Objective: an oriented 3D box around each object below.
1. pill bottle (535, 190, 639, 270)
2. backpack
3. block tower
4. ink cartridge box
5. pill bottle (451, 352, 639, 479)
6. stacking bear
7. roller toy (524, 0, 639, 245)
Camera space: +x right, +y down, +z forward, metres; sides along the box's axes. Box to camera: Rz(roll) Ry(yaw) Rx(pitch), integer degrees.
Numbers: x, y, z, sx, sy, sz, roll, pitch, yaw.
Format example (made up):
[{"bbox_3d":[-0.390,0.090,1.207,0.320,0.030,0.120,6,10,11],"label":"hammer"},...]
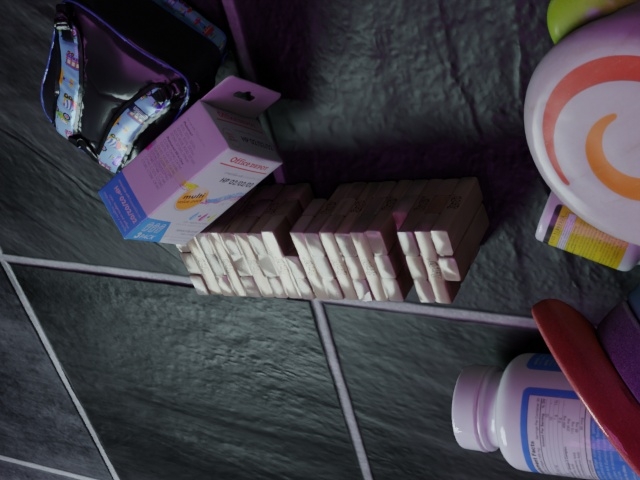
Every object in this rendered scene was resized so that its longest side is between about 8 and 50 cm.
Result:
[{"bbox_3d":[0.256,-0.011,0.857,0.116,0.065,0.065,22,135,14],"label":"pill bottle"},{"bbox_3d":[-0.191,-0.156,0.959,0.158,0.117,0.173,34,136,0],"label":"backpack"},{"bbox_3d":[0.000,0.000,1.001,0.336,0.097,0.091,1,127,32],"label":"block tower"},{"bbox_3d":[-0.112,-0.073,0.942,0.181,0.104,0.061,-39,71,20],"label":"ink cartridge box"},{"bbox_3d":[0.253,0.177,0.983,0.222,0.124,0.124,1,128,32],"label":"pill bottle"},{"bbox_3d":[0.345,0.058,0.763,0.289,0.164,0.175,-38,114,15],"label":"stacking bear"},{"bbox_3d":[0.263,-0.101,0.714,0.191,0.146,0.209,24,139,27],"label":"roller toy"}]
